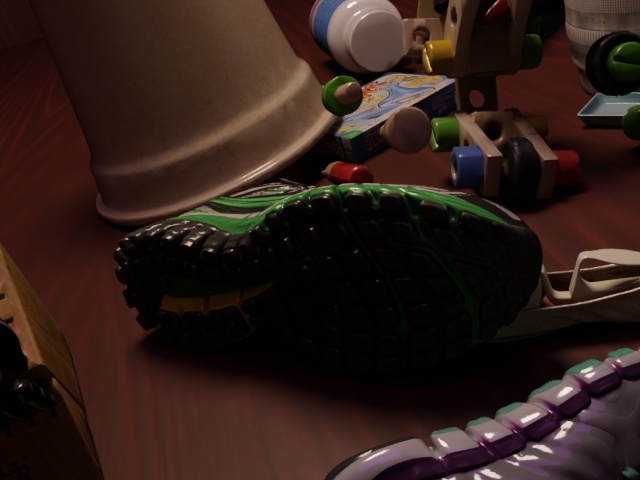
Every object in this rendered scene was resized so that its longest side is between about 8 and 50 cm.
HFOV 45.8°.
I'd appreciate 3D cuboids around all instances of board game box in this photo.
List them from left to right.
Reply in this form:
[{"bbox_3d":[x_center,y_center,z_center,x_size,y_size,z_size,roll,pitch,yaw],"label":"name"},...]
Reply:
[{"bbox_3d":[0.070,-0.163,0.973,0.201,0.035,0.136,-33,31,-30],"label":"board game box"}]

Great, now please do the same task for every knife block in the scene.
[{"bbox_3d":[-0.228,0.051,0.479,0.088,0.242,0.276,-22,27,-16],"label":"knife block"}]

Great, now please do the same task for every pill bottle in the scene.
[{"bbox_3d":[0.062,-0.338,1.223,0.124,0.124,0.221,-18,26,-5],"label":"pill bottle"}]

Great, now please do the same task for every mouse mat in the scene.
[{"bbox_3d":[0.329,-0.359,1.256,0.153,0.007,0.189,4,33,33],"label":"mouse mat"}]

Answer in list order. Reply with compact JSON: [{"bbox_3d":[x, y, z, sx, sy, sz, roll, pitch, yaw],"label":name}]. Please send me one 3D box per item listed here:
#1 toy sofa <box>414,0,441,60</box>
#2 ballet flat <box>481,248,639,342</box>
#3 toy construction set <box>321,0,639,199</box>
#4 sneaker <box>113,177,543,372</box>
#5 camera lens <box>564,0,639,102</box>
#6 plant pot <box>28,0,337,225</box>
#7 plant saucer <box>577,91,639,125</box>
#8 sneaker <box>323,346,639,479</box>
[{"bbox_3d":[0.275,-0.433,1.207,0.150,0.177,0.362,18,54,14],"label":"toy sofa"},{"bbox_3d":[0.166,0.032,0.520,0.168,0.052,0.057,-9,28,14],"label":"ballet flat"},{"bbox_3d":[0.130,-0.151,0.768,0.309,0.257,0.237,-30,11,-6],"label":"toy construction set"},{"bbox_3d":[0.000,0.000,0.573,0.343,0.134,0.146,2,29,36],"label":"sneaker"},{"bbox_3d":[0.380,-0.318,0.841,0.219,0.274,0.219,-12,27,6],"label":"camera lens"},{"bbox_3d":[-0.186,-0.235,0.899,0.334,0.305,0.334,-19,27,10],"label":"plant pot"},{"bbox_3d":[0.370,-0.135,0.779,0.192,0.018,0.067,7,34,39],"label":"plant saucer"},{"bbox_3d":[0.114,0.127,0.363,0.224,0.083,0.098,-21,50,-6],"label":"sneaker"}]
